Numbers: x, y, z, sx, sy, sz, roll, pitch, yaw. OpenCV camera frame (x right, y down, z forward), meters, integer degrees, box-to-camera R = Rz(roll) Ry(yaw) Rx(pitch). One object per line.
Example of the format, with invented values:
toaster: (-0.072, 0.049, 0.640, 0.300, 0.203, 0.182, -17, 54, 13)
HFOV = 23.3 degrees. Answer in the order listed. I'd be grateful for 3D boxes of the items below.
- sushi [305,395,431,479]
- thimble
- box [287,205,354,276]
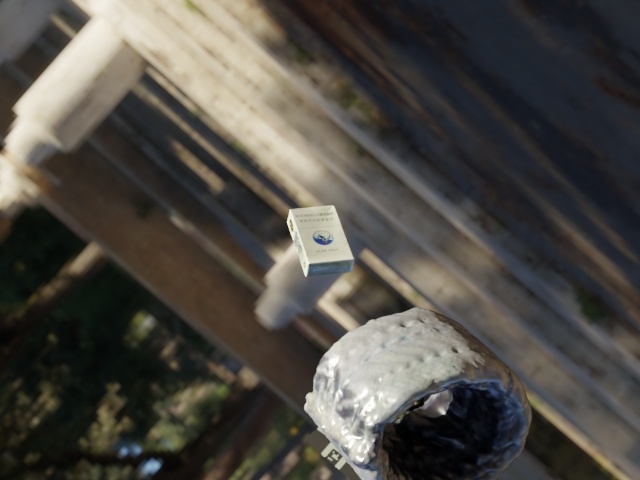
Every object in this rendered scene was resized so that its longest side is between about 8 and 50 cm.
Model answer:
sushi: (0.109, 0.289, 2.467, 0.192, 0.215, 0.050, 37, 162, 31)
thimble: (0.115, 0.202, 1.862, 0.245, 0.217, 0.157, 3, -155, -35)
box: (0.000, 0.000, 1.690, 0.024, 0.054, 0.083, 105, 155, -45)
